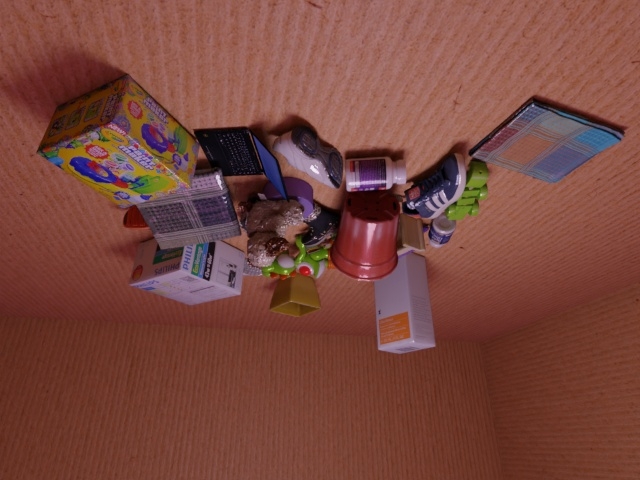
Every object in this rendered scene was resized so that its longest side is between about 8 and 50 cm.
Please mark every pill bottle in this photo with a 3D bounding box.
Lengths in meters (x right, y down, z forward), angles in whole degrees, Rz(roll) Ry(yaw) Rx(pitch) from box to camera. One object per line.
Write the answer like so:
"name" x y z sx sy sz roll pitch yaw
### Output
"pill bottle" 0.180 -0.220 1.361 0.194 0.107 0.108 -3 153 6
"pill bottle" 0.508 -0.036 1.748 0.094 0.094 0.169 -2 153 3

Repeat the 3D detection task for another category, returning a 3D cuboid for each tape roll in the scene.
"tape roll" -0.121 -0.150 1.534 0.189 0.080 0.189 1 154 0

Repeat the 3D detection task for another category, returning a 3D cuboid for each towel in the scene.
"towel" 0.699 -0.294 1.294 0.371 0.040 0.271 10 151 -20
"towel" -0.470 -0.110 1.469 0.325 0.056 0.312 -10 135 -1

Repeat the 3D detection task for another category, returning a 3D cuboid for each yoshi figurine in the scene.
"yoshi figurine" -0.102 0.068 1.929 0.363 0.203 0.203 -10 -170 -8

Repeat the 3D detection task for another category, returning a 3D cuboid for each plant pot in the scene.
"plant pot" 0.178 -0.036 1.548 0.273 0.272 0.264 1 134 -3
"plant pot" -0.141 0.297 2.312 0.212 0.187 0.212 19 148 -35

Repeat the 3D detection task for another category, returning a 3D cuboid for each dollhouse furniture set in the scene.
"dollhouse furniture set" 0.000 0.000 1.813 0.152 0.076 0.058 -18 160 -15

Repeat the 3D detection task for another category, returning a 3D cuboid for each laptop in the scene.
"laptop" -0.242 -0.227 1.313 0.265 0.136 0.234 -2 153 4

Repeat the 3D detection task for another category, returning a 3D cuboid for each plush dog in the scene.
"plush dog" -0.196 -0.017 1.453 0.211 0.225 0.262 13 152 -25

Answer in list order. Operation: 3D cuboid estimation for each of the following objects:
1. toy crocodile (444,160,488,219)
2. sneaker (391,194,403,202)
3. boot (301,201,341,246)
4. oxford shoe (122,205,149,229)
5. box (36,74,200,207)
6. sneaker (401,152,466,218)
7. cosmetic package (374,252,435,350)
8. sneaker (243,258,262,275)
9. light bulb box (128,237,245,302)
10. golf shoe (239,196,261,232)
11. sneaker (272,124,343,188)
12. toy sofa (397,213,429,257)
"toy crocodile" 0.522 -0.164 1.503 0.115 0.105 0.340 -3 158 5
"sneaker" 0.273 -0.156 1.585 0.084 0.031 0.037 8 165 -3
"boot" -0.037 -0.067 1.701 0.237 0.085 0.179 -28 140 36
"oxford shoe" -0.586 -0.089 1.604 0.365 0.129 0.132 -7 157 12
"box" -0.558 -0.265 1.183 0.280 0.176 0.290 -13 148 22
"sneaker" 0.377 -0.173 1.431 0.148 0.131 0.350 -1 154 -7
"cosmetic package" 0.400 0.301 2.024 0.162 0.452 0.230 19 147 -33
"sneaker" -0.386 0.142 2.135 0.236 0.089 0.095 3 166 2
"light bulb box" -0.610 0.131 1.932 0.358 0.225 0.361 -16 149 30
"golf shoe" -0.276 -0.080 1.652 0.120 0.105 0.272 5 154 6
"sneaker" -0.029 -0.259 1.319 0.130 0.110 0.297 0 154 38
"toy sofa" 0.306 0.036 1.832 0.177 0.150 0.363 19 148 -31
